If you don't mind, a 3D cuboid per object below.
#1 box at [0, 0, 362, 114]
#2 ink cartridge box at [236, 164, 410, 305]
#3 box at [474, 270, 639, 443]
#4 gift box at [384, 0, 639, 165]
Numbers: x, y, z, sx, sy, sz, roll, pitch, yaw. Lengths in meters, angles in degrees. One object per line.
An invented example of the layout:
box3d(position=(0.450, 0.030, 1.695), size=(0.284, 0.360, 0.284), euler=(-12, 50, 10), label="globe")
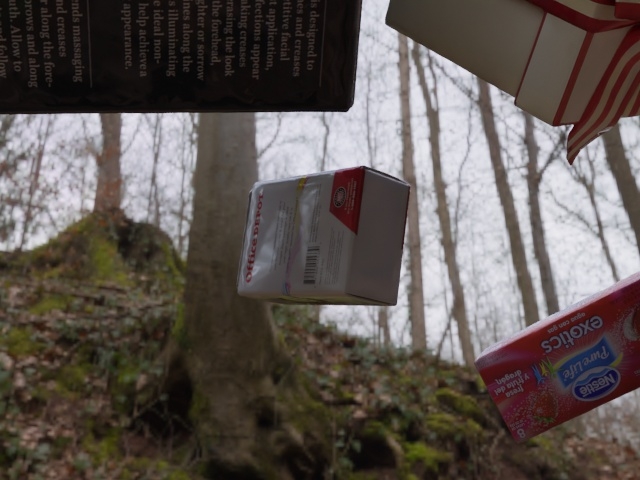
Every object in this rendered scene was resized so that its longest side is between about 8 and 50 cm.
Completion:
box3d(position=(-0.185, -0.255, 0.806), size=(0.395, 0.293, 0.212), euler=(-3, -63, -14), label="box")
box3d(position=(0.000, 0.000, 0.934), size=(0.072, 0.128, 0.175), euler=(15, -12, -39), label="ink cartridge box")
box3d(position=(0.343, 0.146, 1.176), size=(0.256, 0.123, 0.128), euler=(-29, -7, 13), label="box")
box3d(position=(0.242, -0.231, 0.803), size=(0.255, 0.258, 0.277), euler=(-16, -51, -34), label="gift box")
